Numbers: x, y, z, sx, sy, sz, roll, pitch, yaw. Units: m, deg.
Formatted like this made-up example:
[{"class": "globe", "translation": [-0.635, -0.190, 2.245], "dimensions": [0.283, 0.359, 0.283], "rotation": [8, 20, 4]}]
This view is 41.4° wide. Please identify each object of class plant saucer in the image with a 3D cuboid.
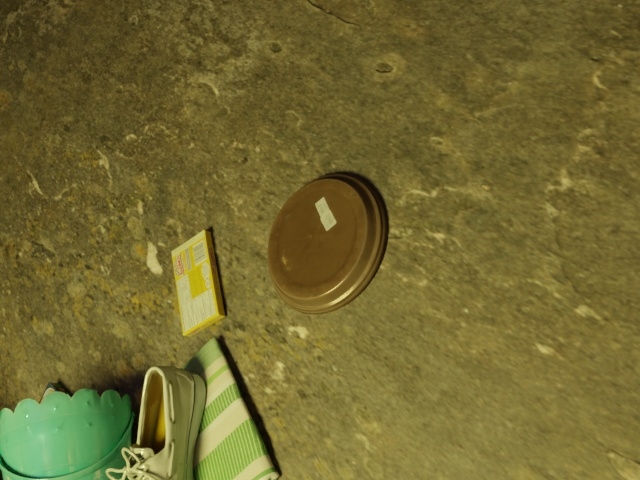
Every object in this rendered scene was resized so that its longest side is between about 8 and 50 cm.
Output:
[{"class": "plant saucer", "translation": [0.000, 0.000, 1.588], "dimensions": [0.277, 0.041, 0.278], "rotation": [-16, 63, 35]}]

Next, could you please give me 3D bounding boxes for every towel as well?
[{"class": "towel", "translation": [-0.222, 0.387, 1.625], "dimensions": [0.248, 0.038, 0.325], "rotation": [-45, 50, 16]}]

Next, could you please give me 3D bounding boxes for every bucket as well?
[{"class": "bucket", "translation": [-0.506, 0.425, 1.693], "dimensions": [0.281, 0.281, 0.183], "rotation": [-28, 63, 28]}]

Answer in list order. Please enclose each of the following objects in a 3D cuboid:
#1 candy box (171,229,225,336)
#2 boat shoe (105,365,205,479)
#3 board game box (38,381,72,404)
[{"class": "candy box", "translation": [-0.257, 0.088, 1.772], "dimensions": [0.105, 0.027, 0.206], "rotation": [-32, 55, 29]}, {"class": "boat shoe", "translation": [-0.312, 0.408, 1.558], "dimensions": [0.135, 0.156, 0.367], "rotation": [-6, 68, 38]}, {"class": "board game box", "translation": [-0.616, 0.443, 1.924], "dimensions": [0.136, 0.035, 0.201], "rotation": [26, 91, 42]}]
